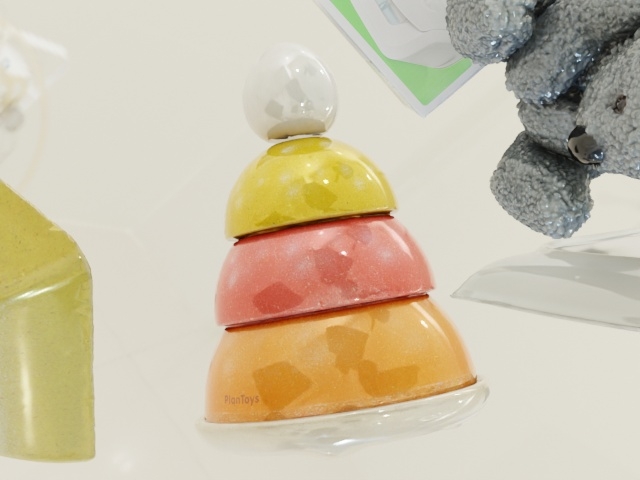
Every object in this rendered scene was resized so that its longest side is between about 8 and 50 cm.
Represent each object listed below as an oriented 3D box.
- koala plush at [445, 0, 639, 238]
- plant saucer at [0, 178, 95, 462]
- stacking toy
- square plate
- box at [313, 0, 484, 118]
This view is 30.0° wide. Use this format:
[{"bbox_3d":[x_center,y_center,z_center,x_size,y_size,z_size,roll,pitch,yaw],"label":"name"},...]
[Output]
[{"bbox_3d":[0.221,-0.099,0.785,0.221,0.203,0.196,-124,-167,-68],"label":"koala plush"},{"bbox_3d":[-0.341,0.039,1.046,0.333,0.333,0.081,37,55,19],"label":"plant saucer"},{"bbox_3d":[0.000,0.000,1.407,0.350,0.350,0.480,-5,87,-62],"label":"stacking toy"},{"bbox_3d":[0.341,0.021,0.962,0.347,0.344,0.049,-8,98,-33],"label":"square plate"},{"bbox_3d":[0.042,-0.243,1.005,0.262,0.127,0.231,48,7,-7],"label":"box"}]
